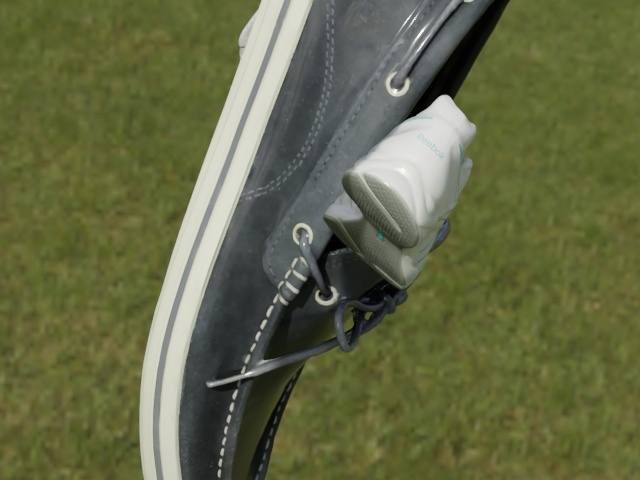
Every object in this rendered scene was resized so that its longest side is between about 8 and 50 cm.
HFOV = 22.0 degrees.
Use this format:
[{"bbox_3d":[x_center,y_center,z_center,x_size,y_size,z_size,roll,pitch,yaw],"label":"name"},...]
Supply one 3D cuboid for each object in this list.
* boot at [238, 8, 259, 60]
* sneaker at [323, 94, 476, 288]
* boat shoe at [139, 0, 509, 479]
[{"bbox_3d":[-0.009,-0.259,1.392,0.123,0.258,0.095,37,23,-25],"label":"boot"},{"bbox_3d":[0.041,-0.020,0.753,0.054,0.061,0.152,41,-14,3],"label":"sneaker"},{"bbox_3d":[0.000,0.000,1.130,0.156,0.500,0.187,23,18,10],"label":"boat shoe"}]
